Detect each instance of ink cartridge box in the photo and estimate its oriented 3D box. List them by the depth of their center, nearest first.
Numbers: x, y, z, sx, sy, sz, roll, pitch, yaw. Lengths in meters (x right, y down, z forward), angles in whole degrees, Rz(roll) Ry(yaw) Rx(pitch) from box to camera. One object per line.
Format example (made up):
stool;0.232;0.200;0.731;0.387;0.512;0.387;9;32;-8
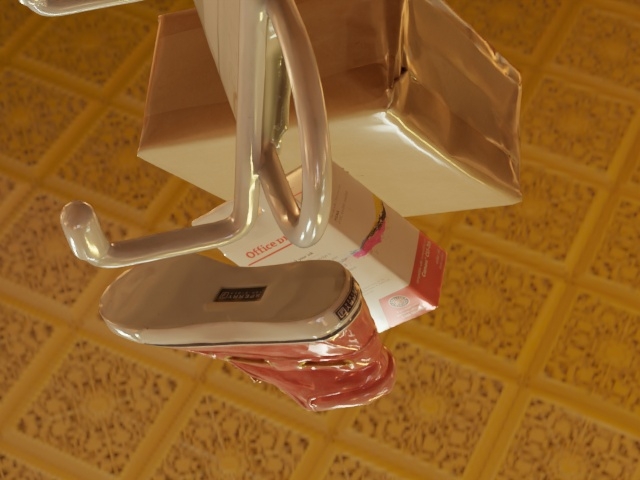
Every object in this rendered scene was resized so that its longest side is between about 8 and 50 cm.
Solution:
ink cartridge box;0.000;0.000;1.096;0.198;0.115;0.067;38;-133;-27

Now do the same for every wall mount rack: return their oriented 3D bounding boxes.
wall mount rack;-0.095;-0.163;0.570;0.130;0.304;0.350;-11;-129;-13

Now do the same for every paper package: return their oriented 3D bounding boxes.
paper package;0.019;-0.139;1.373;0.325;0.309;0.168;-7;-111;33

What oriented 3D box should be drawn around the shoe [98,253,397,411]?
shoe;-0.043;0.056;0.725;0.178;0.081;0.063;-1;-136;34
